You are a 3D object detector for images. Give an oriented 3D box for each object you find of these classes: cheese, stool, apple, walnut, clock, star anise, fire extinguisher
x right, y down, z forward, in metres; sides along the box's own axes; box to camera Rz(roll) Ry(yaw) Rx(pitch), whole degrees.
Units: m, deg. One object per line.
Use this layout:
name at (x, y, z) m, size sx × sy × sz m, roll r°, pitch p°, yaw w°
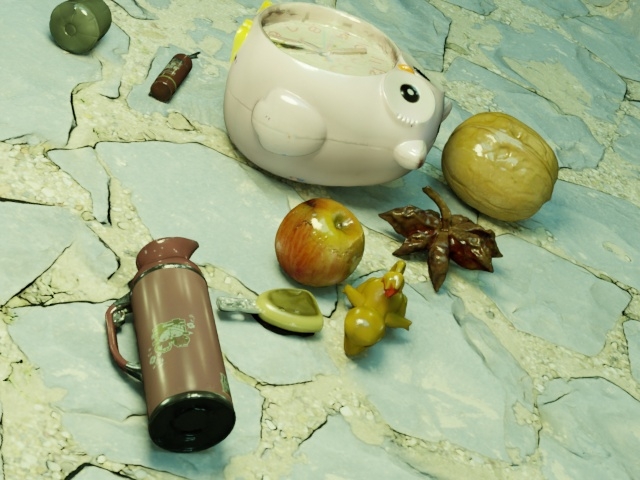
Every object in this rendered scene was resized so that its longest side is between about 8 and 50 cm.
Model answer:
cheese at (-0.078, 0.100, 1.591) m, size 0.162 × 0.036 × 0.086 m, roll 6°, pitch 38°, yaw -26°
stool at (-0.435, -0.400, 1.963) m, size 0.096 × 0.096 × 0.110 m, roll 25°, pitch 30°, yaw 0°
apple at (0.000, 0.000, 1.687) m, size 0.146 × 0.146 × 0.146 m, roll 16°, pitch 36°, yaw -13°
walnut at (0.339, -0.140, 2.030) m, size 0.225 × 0.193 × 0.193 m, roll 37°, pitch 37°, yaw 12°
clock at (0.026, -0.235, 1.901) m, size 0.376 × 0.251 × 0.368 m, roll 22°, pitch 34°, yaw 6°
star anise at (0.219, -0.002, 1.854) m, size 0.212 × 0.111 × 0.196 m, roll 11°, pitch 44°, yaw -31°
fire extinguisher at (-0.272, -0.309, 1.989) m, size 0.064 × 0.043 × 0.158 m, roll -12°, pitch 29°, yaw 21°

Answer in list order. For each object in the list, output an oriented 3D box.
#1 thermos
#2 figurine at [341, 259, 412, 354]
thermos at (-0.204, 0.126, 1.438) m, size 0.109 × 0.136 × 0.330 m, roll 35°, pitch 25°, yaw -38°
figurine at (0.088, 0.097, 1.622) m, size 0.121 × 0.122 × 0.176 m, roll 32°, pitch 35°, yaw 4°
